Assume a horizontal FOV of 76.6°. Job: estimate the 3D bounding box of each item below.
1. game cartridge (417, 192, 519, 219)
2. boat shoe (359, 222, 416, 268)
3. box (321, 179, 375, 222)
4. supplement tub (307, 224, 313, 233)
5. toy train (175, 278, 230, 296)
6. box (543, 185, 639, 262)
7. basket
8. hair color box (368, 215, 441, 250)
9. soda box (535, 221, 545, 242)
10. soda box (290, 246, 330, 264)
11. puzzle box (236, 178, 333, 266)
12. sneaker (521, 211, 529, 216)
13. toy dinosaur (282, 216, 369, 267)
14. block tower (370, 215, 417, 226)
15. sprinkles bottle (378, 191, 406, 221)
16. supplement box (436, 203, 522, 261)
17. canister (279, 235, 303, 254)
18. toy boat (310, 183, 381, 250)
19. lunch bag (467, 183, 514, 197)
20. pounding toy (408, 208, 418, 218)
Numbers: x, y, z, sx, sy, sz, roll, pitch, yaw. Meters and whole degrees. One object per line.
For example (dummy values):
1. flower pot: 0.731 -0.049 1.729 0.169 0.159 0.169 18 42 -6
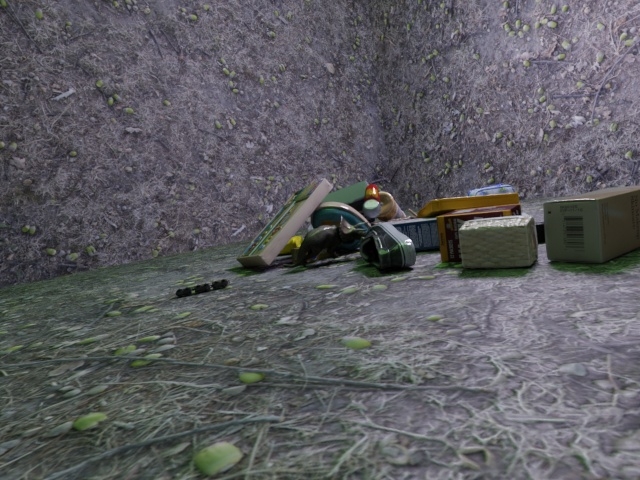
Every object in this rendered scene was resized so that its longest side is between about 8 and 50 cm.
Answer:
1. game cartridge: 0.524 -0.121 1.495 0.286 0.052 0.323 -4 -6 4
2. boat shoe: 0.175 0.014 1.234 0.119 0.121 0.335 -8 6 -8
3. box: 0.099 -0.127 1.751 0.261 0.103 0.184 -21 -33 -8
4. supplement tub: 0.043 -0.027 1.884 0.191 0.116 0.117 -7 6 17
5. toy train: -0.351 0.142 1.215 0.158 0.027 0.036 -11 -5 -23
6. box: 0.683 -0.046 0.975 0.311 0.147 0.121 -13 8 -31
7. basket: 0.428 0.007 0.985 0.167 0.113 0.103 -4 11 35
8. hair color box: 0.364 -0.026 1.431 0.348 0.105 0.174 -6 4 26
9. soda box: 0.605 -0.019 1.239 0.169 0.060 0.053 -6 7 12
10. soda box: -0.030 0.044 1.536 0.058 0.061 0.181 -4 7 37
11. puzzle box: -0.145 -0.064 1.590 0.409 0.052 0.272 -52 20 -23
12. sneaker: 0.676 -0.057 1.498 0.237 0.085 0.086 -6 31 -13
13. toy dinosaur: 0.000 0.000 1.395 0.314 0.160 0.121 -13 51 -24
14. block tower: 0.397 -0.063 1.840 0.336 0.097 0.091 -8 5 -9
15. sprinkles bottle: 0.335 -0.134 1.983 0.121 0.121 0.355 -6 -13 20
16. supplement box: 0.456 -0.023 1.147 0.192 0.129 0.194 -4 7 34
17. canister: -0.175 0.028 1.880 0.170 0.073 0.126 -8 5 13
18. toy boat: 0.113 -0.079 1.551 0.268 0.148 0.318 28 -47 -22
19. lunch bag: 0.806 -0.172 1.910 0.219 0.175 0.090 -10 6 -13
20. pounding toy: 0.469 -0.084 1.748 0.141 0.130 0.100 -12 7 -35
